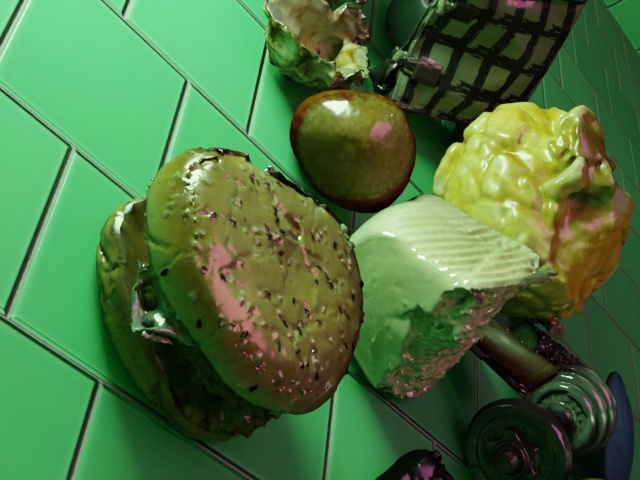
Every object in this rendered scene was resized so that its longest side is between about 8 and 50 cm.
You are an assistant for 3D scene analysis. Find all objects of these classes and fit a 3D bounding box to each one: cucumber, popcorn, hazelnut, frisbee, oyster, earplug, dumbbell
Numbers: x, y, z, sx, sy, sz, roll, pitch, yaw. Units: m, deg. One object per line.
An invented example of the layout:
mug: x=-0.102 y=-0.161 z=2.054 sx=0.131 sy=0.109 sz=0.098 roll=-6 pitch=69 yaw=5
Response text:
cucumber: x=0.485 y=0.272 z=1.934 sx=0.359 sy=0.096 sz=0.096 roll=35 pitch=42 yaw=-39
popcorn: x=0.385 y=-0.055 z=1.804 sx=0.344 sy=0.354 sz=0.390 roll=25 pitch=90 yaw=-61
hazelnut: x=0.058 y=-0.148 z=1.499 sx=0.210 sy=0.186 sz=0.210 roll=19 pitch=52 yaw=-26
frisbee: x=0.609 y=0.409 z=1.970 sx=0.289 sy=0.049 sz=0.290 roll=0 pitch=90 yaw=-66
oyster: x=0.011 y=-0.334 z=1.605 sx=0.198 sy=0.133 sz=0.337 roll=60 pitch=29 yaw=-5
earplug: x=0.271 y=-0.430 z=2.020 sx=0.325 sy=0.175 sz=0.214 roll=21 pitch=60 yaw=-50
dumbbell: x=0.383 y=0.324 z=1.666 sx=0.406 sy=0.179 sz=0.179 roll=-12 pitch=79 yaw=-59

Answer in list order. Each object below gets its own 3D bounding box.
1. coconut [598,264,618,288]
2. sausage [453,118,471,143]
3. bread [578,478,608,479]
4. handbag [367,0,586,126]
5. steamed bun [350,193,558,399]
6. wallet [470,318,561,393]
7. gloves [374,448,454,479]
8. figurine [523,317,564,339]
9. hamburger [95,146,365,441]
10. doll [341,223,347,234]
coconut: x=0.516 y=0.010 z=2.057 sx=0.241 sy=0.241 sz=0.241 roll=35 pitch=42 yaw=-40
sausage: x=0.336 y=-0.255 z=2.078 sx=0.098 sy=0.098 sz=0.238 roll=52 pitch=33 yaw=-20
bread: x=0.564 y=0.576 z=1.755 sx=0.376 sy=0.208 sz=0.251 roll=35 pitch=38 yaw=-35
handbag: x=0.290 y=-0.372 z=1.826 sx=0.326 sy=0.325 sz=0.162 roll=1 pitch=40 yaw=-38
steamed bun: x=0.151 y=0.094 z=1.448 sx=0.273 sy=0.272 sz=0.290 roll=36 pitch=22 yaw=22
wallet: x=0.274 y=0.159 z=1.639 sx=0.255 sy=0.031 sz=0.137 roll=40 pitch=28 yaw=26
gloves: x=0.149 y=0.391 z=1.333 sx=0.181 sy=0.106 sz=0.129 roll=58 pitch=30 yaw=-4
figurine: x=0.433 y=0.141 z=1.940 sx=0.101 sy=0.068 sz=0.143 roll=39 pitch=12 yaw=-7
hamburger: x=-0.095 y=0.077 z=1.102 sx=0.318 sy=0.195 sz=0.277 roll=32 pitch=42 yaw=-39
doll: x=0.000 y=0.000 z=1.400 sx=0.073 sy=0.084 sz=0.127 roll=65 pitch=23 yaw=2
